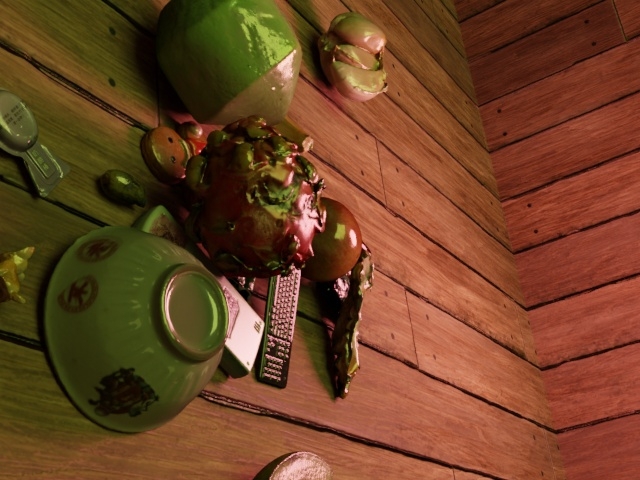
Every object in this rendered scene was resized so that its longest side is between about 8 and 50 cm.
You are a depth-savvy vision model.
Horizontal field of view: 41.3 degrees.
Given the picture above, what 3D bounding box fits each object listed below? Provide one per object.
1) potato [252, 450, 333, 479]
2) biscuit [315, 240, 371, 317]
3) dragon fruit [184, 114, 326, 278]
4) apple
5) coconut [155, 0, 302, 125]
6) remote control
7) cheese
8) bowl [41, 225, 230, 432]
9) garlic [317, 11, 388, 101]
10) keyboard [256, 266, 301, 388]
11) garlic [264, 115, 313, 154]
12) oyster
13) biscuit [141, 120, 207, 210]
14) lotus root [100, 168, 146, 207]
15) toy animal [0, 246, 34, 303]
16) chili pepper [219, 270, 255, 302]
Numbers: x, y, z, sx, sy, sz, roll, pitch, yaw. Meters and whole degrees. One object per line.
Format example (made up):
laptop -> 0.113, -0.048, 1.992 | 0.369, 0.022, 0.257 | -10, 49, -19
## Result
potato -> -0.051, 0.500, 1.519 | 0.269, 0.112, 0.255 | 64, 23, -15
biscuit -> 0.054, 0.084, 2.063 | 0.151, 0.063, 0.235 | 47, 41, -35
dragon fruit -> -0.132, -0.080, 1.563 | 0.269, 0.250, 0.291 | -55, 140, -48
apple -> 0.000, 0.000, 1.898 | 0.174, 0.188, 0.188 | 54, 28, -52
coconut -> -0.179, -0.371, 1.734 | 0.281, 0.328, 0.328 | -42, 112, -28
remote control -> -0.226, 0.096, 1.556 | 0.344, 0.050, 0.145 | 53, 31, -27
cheese -> -0.465, -0.161, 1.314 | 0.190, 0.042, 0.105 | 57, 30, -22
bowl -> -0.245, 0.122, 1.328 | 0.337, 0.158, 0.337 | 26, 57, -48
garlic -> 0.078, -0.530, 2.460 | 0.203, 0.185, 0.280 | 12, 78, -29
keyboard -> -0.080, 0.109, 1.758 | 0.103, 0.041, 0.380 | 30, 55, -51
garlic -> -0.119, -0.273, 1.968 | 0.115, 0.128, 0.206 | -34, 97, -21
oyster -> 0.069, 0.187, 1.936 | 0.128, 0.079, 0.344 | 76, 25, -78
biscuit -> -0.237, -0.144, 1.723 | 0.324, 0.049, 0.205 | 25, 50, -51
lotus root -> -0.339, -0.090, 1.481 | 0.099, 0.054, 0.049 | 38, 60, -44
toy animal -> -0.432, 0.049, 1.206 | 0.081, 0.060, 0.083 | 28, 29, 8
chili pepper -> -0.155, 0.028, 1.733 | 0.088, 0.059, 0.226 | 51, 30, -27
